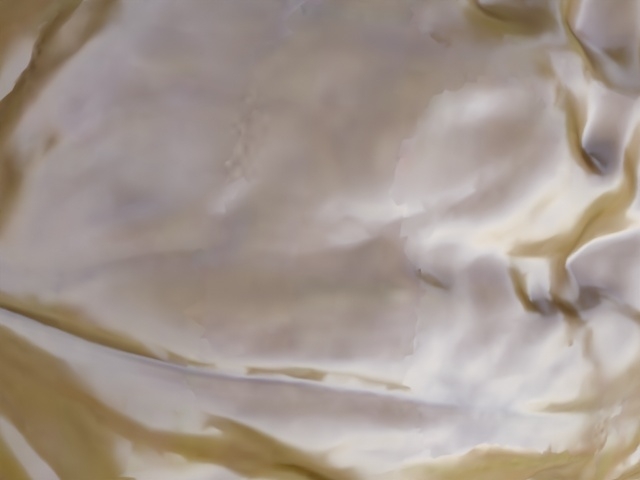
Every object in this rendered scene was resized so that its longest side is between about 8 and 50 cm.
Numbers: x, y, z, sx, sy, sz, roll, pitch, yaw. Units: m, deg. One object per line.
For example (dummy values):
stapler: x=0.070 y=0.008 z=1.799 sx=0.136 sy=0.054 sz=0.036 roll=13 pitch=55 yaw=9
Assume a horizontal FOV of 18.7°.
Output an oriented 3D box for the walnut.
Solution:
walnut: x=0.000 y=0.000 z=0.801 sx=0.398 sy=0.308 sz=0.354 roll=2 pitch=102 yaw=-45
